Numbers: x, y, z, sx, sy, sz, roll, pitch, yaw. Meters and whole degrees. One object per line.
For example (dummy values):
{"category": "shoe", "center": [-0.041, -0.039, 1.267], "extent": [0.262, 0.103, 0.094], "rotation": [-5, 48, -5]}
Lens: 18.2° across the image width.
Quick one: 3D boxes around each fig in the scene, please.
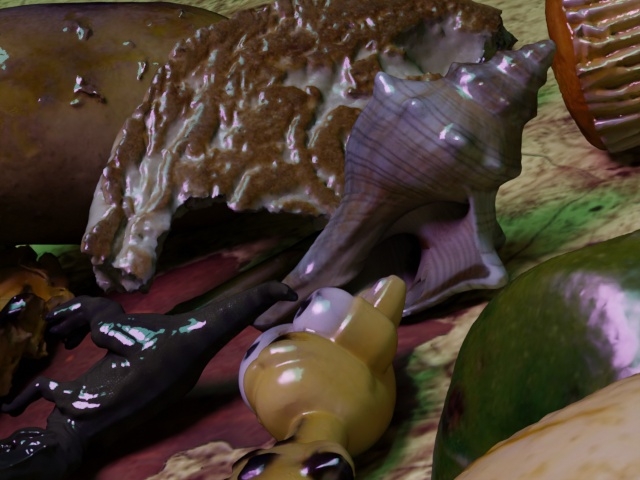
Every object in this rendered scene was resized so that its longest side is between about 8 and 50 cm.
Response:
{"category": "fig", "center": [0.176, 0.101, 0.852], "extent": [0.235, 0.203, 0.203], "rotation": [12, 6, -31]}

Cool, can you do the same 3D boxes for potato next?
{"category": "potato", "center": [-0.167, -0.083, 1.407], "extent": [0.307, 0.173, 0.210], "rotation": [-3, 10, -27]}

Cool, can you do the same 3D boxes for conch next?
{"category": "conch", "center": [0.072, -0.025, 1.226], "extent": [0.137, 0.234, 0.114], "rotation": [28, 20, 22]}

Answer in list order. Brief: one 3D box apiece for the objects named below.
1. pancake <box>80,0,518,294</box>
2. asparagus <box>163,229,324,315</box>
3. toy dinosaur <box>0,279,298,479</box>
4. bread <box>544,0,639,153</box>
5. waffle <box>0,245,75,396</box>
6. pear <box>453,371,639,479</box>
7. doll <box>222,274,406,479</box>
{"category": "pancake", "center": [-0.002, -0.066, 1.324], "extent": [0.376, 0.197, 0.054], "rotation": [-25, -19, -26]}
{"category": "asparagus", "center": [0.000, 0.000, 1.331], "extent": [0.248, 0.025, 0.024], "rotation": [-31, -17, -19]}
{"category": "toy dinosaur", "center": [-0.100, 0.097, 1.162], "extent": [0.179, 0.087, 0.187], "rotation": [15, 60, 47]}
{"category": "bread", "center": [0.207, -0.142, 1.325], "extent": [0.114, 0.132, 0.190], "rotation": [-17, 22, 15]}
{"category": "waffle", "center": [-0.309, 0.102, 1.334], "extent": [0.307, 0.060, 0.312], "rotation": [-23, 23, 3]}
{"category": "pear", "center": [0.135, 0.178, 0.514], "extent": [0.309, 0.309, 0.309], "rotation": [-18, 24, 8]}
{"category": "doll", "center": [-0.007, 0.105, 1.039], "extent": [0.117, 0.086, 0.291], "rotation": [-44, 12, 27]}
